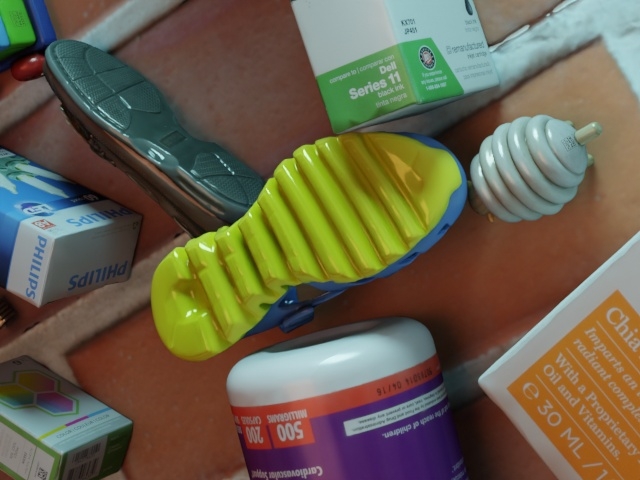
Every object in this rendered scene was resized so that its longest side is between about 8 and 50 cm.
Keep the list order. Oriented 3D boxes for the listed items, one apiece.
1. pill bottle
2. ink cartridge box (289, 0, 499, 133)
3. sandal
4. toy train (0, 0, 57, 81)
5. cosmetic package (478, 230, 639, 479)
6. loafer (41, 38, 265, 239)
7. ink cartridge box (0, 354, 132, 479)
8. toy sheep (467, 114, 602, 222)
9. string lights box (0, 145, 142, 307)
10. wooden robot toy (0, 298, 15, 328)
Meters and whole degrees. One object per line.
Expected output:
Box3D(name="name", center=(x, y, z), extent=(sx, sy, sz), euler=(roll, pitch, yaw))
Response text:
Box3D(name="pill bottle", center=(0.042, 0.237, 1.371), extent=(0.182, 0.181, 0.322), euler=(-13, 93, 34))
Box3D(name="ink cartridge box", center=(0.047, -0.202, 1.292), extent=(0.087, 0.153, 0.208), euler=(-18, 91, 33))
Box3D(name="sandal", center=(0.000, 0.000, 1.371), extent=(0.317, 0.138, 0.126), euler=(-27, 76, 36))
Box3D(name="toy train", center=(-0.391, -0.175, 1.582), extent=(0.248, 0.143, 0.105), euler=(-19, 89, 34))
Box3D(name="cosmetic package", center=(0.355, 0.037, 1.142), extent=(0.230, 0.161, 0.453), euler=(51, 121, 13))
Box3D(name="loafer", center=(-0.166, -0.080, 1.493), extent=(0.267, 0.096, 0.084), euler=(40, 124, 17))
Box3D(name="ink cartridge box", center=(-0.305, 0.173, 1.623), extent=(0.209, 0.109, 0.062), euler=(28, 114, 25))
Box3D(name="toy sheep", center=(0.169, -0.059, 1.283), extent=(0.132, 0.091, 0.091), euler=(-39, 79, 32))
Box3D(name="string lights box", center=(-0.319, -0.030, 1.573), extent=(0.260, 0.133, 0.076), euler=(25, 112, 25))
Box3D(name="wooden robot toy", center=(-0.369, 0.011, 1.656), extent=(0.079, 0.076, 0.173), euler=(-43, 77, 20))
